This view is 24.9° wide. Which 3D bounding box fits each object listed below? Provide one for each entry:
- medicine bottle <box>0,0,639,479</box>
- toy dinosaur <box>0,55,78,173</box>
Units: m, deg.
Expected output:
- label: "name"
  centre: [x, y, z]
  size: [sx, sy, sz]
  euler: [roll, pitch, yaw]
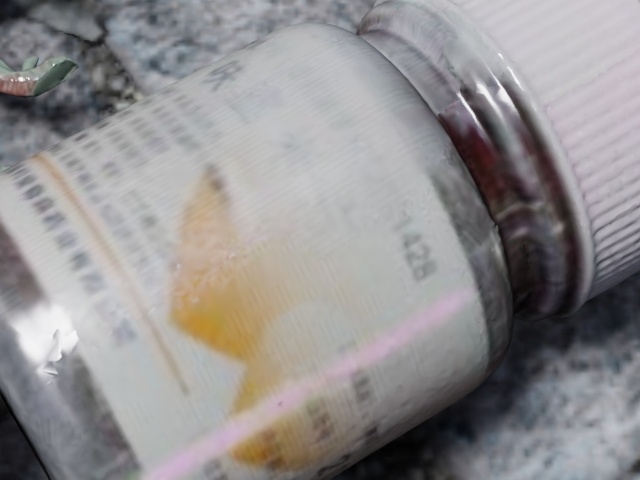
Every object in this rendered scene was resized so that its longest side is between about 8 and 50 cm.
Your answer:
- label: "medicine bottle"
  centre: [0.000, 0.000, 0.571]
  size: [0.273, 0.165, 0.165]
  euler: [-30, 67, -13]
- label: "toy dinosaur"
  centre: [-0.201, -0.075, 0.672]
  size: [0.167, 0.053, 0.242]
  euler: [23, 66, 12]
